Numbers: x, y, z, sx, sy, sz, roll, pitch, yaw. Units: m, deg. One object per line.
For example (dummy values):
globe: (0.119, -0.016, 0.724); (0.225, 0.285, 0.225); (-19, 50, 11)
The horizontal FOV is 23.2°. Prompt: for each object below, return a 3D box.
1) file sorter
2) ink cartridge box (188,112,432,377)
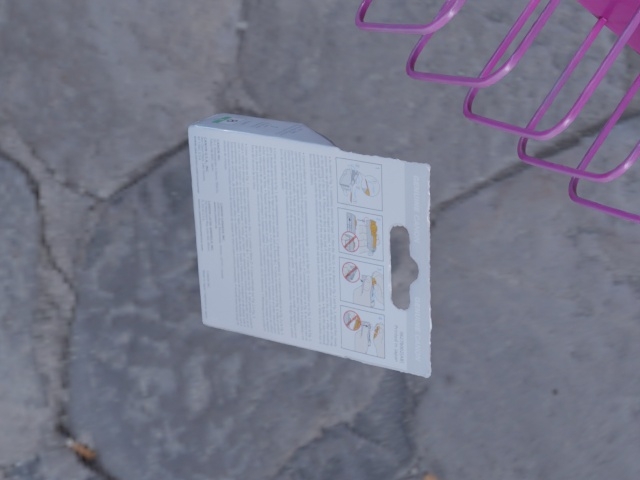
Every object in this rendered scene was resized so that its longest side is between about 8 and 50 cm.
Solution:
file sorter: (0.203, -0.167, 1.311); (0.291, 0.202, 0.182); (36, 85, -23)
ink cartridge box: (0.000, 0.000, 1.251); (0.225, 0.056, 0.181); (10, 114, 29)
